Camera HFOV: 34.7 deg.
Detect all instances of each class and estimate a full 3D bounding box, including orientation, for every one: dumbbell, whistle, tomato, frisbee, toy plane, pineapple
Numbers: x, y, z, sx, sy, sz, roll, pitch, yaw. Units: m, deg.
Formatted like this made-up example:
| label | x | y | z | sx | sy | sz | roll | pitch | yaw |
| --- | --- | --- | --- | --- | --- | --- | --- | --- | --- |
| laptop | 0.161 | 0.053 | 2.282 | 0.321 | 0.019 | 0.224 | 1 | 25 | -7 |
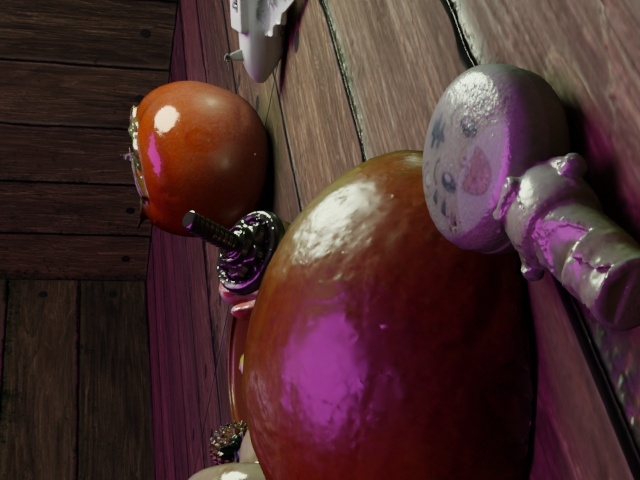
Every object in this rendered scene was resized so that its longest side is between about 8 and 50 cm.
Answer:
| label | x | y | z | sx | sy | sz | roll | pitch | yaw |
| --- | --- | --- | --- | --- | --- | --- | --- | --- | --- |
| dumbbell | -0.022 | 0.032 | 0.922 | 0.110 | 0.254 | 0.110 | -28 | 47 | 35 |
| whistle | 0.131 | -0.031 | 0.643 | 0.258 | 0.067 | 0.126 | -120 | 40 | -57 |
| tomato | -0.196 | -0.126 | 1.617 | 0.256 | 0.224 | 0.256 | 177 | 90 | -75 |
| frisbee | -0.129 | 0.214 | 1.734 | 0.251 | 0.021 | 0.251 | -178 | 90 | -76 |
| toy plane | -0.092 | -0.352 | 1.479 | 0.251 | 0.101 | 0.255 | -135 | 47 | -55 |
| pineapple | -0.122 | 0.321 | 1.548 | 0.083 | 0.103 | 0.221 | 57 | 163 | -2 |

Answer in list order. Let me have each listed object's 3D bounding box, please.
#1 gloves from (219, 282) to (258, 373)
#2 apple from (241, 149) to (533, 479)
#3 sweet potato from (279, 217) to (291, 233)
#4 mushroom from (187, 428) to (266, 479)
| label | x | y | z | sx | sy | sz | roll | pitch | yaw |
| --- | --- | --- | --- | --- | --- | --- | --- | --- | --- |
| gloves | -0.039 | 0.123 | 1.191 | 0.241 | 0.126 | 0.145 | -109 | 6 | -49 |
| apple | 0.056 | 0.096 | 0.801 | 0.179 | 0.254 | 0.346 | 0 | -88 | -64 |
| sweet potato | -0.004 | 0.086 | 1.070 | 0.273 | 0.075 | 0.075 | 60 | 153 | 22 |
| mushroom | -0.059 | 0.316 | 1.128 | 0.209 | 0.206 | 0.206 | -31 | -52 | -67 |
